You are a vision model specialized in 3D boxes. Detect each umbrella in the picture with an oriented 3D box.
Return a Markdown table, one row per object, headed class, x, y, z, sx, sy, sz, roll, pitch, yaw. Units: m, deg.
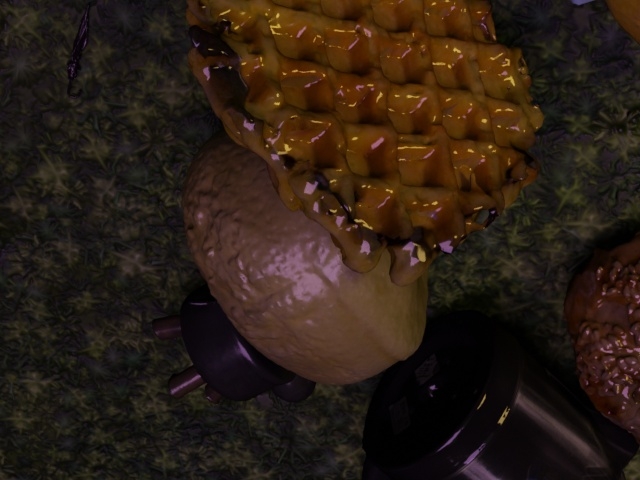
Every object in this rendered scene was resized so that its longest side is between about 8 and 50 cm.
| class | x | y | z | sx | sy | sz | roll | pitch | yaw |
| --- | --- | --- | --- | --- | --- | --- | --- | --- | --- |
| umbrella | -0.285 | -0.221 | 1.435 | 0.022 | 0.013 | 0.122 | 9 | 121 | -10 |

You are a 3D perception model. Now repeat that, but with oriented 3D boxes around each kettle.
| class | x | y | z | sx | sy | sz | roll | pitch | yaw |
| --- | --- | --- | --- | --- | --- | --- | --- | --- | --- |
| kettle | 0.215 | 0.297 | 1.529 | 0.324 | 0.228 | 0.321 | 38 | 104 | -22 |

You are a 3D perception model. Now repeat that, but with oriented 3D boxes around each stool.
| class | x | y | z | sx | sy | sz | roll | pitch | yaw |
| --- | --- | --- | --- | --- | --- | --- | --- | --- | --- |
| stool | -0.103 | 0.145 | 1.538 | 0.139 | 0.153 | 0.228 | -28 | 112 | 23 |

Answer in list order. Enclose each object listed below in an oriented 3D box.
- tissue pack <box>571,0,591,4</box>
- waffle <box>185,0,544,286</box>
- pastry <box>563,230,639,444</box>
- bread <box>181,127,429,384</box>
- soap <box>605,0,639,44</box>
| class | x | y | z | sx | sy | sz | roll | pitch | yaw |
| --- | --- | --- | --- | --- | --- | --- | --- | --- | --- |
| tissue pack | 0.287 | -0.355 | 1.164 | 0.177 | 0.089 | 0.263 | -16 | 147 | 18 |
| waffle | 0.052 | -0.165 | 1.214 | 0.382 | 0.379 | 0.095 | 51 | 143 | -4 |
| pastry | 0.431 | 0.132 | 1.434 | 0.311 | 0.162 | 0.255 | 40 | 109 | -17 |
| bread | -0.010 | 0.003 | 1.353 | 0.237 | 0.320 | 0.321 | -16 | 117 | 27 |
| soap | 0.476 | -0.241 | 1.165 | 0.427 | 0.115 | 0.306 | 20 | 147 | -21 |
